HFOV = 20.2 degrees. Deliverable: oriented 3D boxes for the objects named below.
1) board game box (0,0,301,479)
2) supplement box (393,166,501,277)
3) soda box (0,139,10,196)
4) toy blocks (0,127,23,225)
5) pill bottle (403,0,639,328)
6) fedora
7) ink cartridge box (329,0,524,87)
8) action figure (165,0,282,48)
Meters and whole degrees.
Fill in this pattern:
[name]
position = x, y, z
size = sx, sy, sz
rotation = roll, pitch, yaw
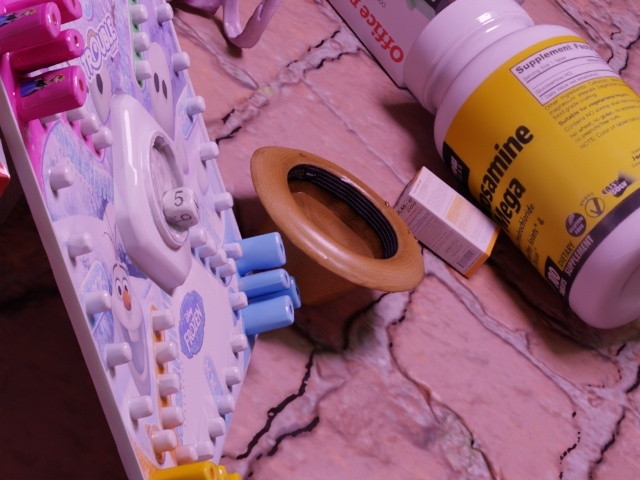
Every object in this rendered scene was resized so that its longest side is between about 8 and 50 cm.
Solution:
[board game box]
position = -0.106, -0.036, 1.243
size = 0.390, 0.050, 0.390
rotation = -75, 151, -65
[supplement box]
position = 0.120, -0.018, 1.724
size = 0.098, 0.036, 0.062
rotation = 38, 32, -4
[soda box]
position = -0.278, 0.018, 1.082
size = 0.092, 0.263, 0.083
rotation = 6, 45, -32
[toy blocks]
position = -0.304, -0.168, 1.275
size = 0.381, 0.261, 0.190
rotation = 20, 40, -25
[pill bottle]
position = 0.233, -0.089, 1.776
size = 0.188, 0.188, 0.334
rotation = -5, 48, -47
[fedora]
position = 0.000, 0.000, 1.546
size = 0.194, 0.079, 0.194
rotation = 30, 23, -14
[ink cartridge box]
position = 0.131, -0.325, 1.888
size = 0.117, 0.278, 0.201
rotation = -13, 59, -47
[action figure]
position = -0.108, -0.416, 1.792
size = 0.276, 0.248, 0.370
rotation = 30, 37, -15
